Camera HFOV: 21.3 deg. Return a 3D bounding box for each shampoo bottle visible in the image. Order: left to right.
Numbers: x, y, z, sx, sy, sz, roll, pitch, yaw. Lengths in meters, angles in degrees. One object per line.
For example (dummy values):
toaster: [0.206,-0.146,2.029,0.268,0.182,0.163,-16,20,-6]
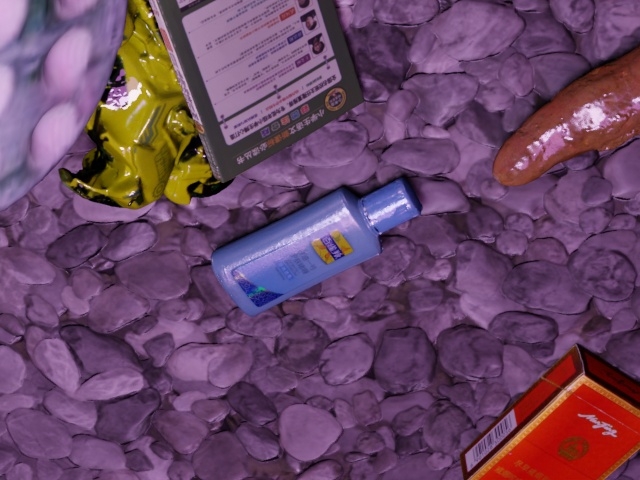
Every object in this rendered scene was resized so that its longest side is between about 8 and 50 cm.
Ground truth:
shampoo bottle: [0.000,0.000,2.071,0.258,0.061,0.104,-27,122,15]

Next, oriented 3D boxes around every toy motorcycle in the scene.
toy motorcycle: [-0.218,-0.166,1.905,0.206,0.142,0.342,-36,127,-25]

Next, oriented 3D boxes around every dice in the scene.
dice: [-0.416,-0.223,1.677,0.348,0.330,0.328,28,124,14]

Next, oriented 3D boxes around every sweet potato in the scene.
sweet potato: [0.353,-0.165,1.956,0.355,0.095,0.106,-34,164,21]

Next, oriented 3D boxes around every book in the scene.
book: [-0.069,-0.219,1.883,0.202,0.027,0.264,-32,125,-19]

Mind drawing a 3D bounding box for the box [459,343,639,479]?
box: [0.319,0.264,2.260,0.153,0.074,0.240,33,118,-18]
